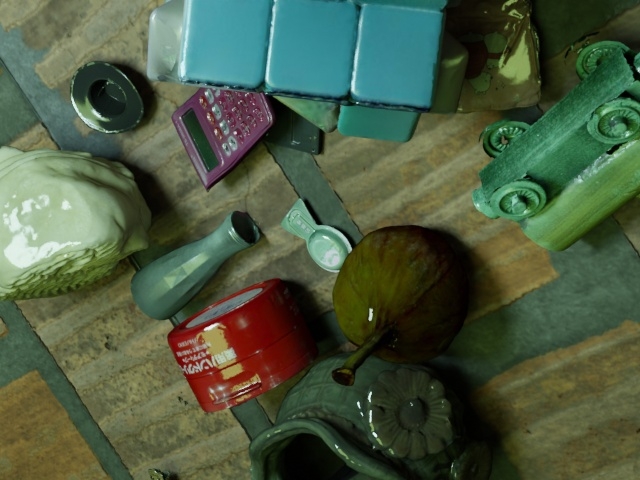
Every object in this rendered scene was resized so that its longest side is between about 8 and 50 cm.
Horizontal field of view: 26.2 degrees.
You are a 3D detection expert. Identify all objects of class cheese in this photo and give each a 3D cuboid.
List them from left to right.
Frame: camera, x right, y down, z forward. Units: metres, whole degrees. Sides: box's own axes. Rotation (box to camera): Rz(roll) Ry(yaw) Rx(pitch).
[{"bbox_3d":[0.000,0.000,1.902,0.121,0.026,0.067,43,126,6],"label":"cheese"}]

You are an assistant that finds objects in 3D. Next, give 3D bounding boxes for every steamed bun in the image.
[{"bbox_3d":[-0.388,-0.036,1.983,0.276,0.289,0.203,-20,83,10],"label":"steamed bun"}]

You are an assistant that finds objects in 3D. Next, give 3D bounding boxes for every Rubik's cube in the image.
[{"bbox_3d":[-0.014,-0.293,1.531,0.387,0.368,0.358,8,127,-4],"label":"Rubik's cube"}]

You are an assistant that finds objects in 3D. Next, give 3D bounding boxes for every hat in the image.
[{"bbox_3d":[-0.298,-0.210,1.961,0.121,0.050,0.121,11,118,20],"label":"hat"}]

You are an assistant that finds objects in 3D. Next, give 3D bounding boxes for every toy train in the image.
[{"bbox_3d":[0.318,-0.113,1.610,0.189,0.126,0.307,18,136,-33],"label":"toy train"}]

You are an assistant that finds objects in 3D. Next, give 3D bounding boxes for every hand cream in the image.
[{"bbox_3d":[-0.110,0.146,1.935,0.193,0.193,0.125,-23,97,36],"label":"hand cream"}]

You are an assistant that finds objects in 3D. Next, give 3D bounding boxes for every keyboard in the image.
[{"bbox_3d":[-0.038,-0.198,1.828,0.103,0.041,0.381,17,114,24],"label":"keyboard"}]

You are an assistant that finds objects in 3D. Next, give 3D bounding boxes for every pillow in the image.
[{"bbox_3d":[0.191,-0.278,1.642,0.135,0.049,0.248,-3,107,31],"label":"pillow"}]

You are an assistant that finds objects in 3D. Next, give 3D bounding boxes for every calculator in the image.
[{"bbox_3d":[-0.130,-0.163,1.873,0.190,0.034,0.126,-40,68,42],"label":"calculator"}]

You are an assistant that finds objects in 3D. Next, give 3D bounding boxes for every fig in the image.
[{"bbox_3d":[0.092,0.116,1.760,0.191,0.290,0.190,8,136,7],"label":"fig"}]

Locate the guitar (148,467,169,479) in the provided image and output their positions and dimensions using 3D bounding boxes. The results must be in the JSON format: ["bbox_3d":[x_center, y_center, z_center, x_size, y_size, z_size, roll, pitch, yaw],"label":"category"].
[{"bbox_3d":[-0.238,0.482,2.267,0.084,0.038,0.271,3,117,29],"label":"guitar"}]

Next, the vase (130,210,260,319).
[{"bbox_3d":[-0.179,0.032,1.994,0.214,0.086,0.086,-35,93,33],"label":"vase"}]

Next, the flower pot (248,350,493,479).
[{"bbox_3d":[0.069,0.297,1.867,0.302,0.213,0.302,19,133,22],"label":"flower pot"}]
